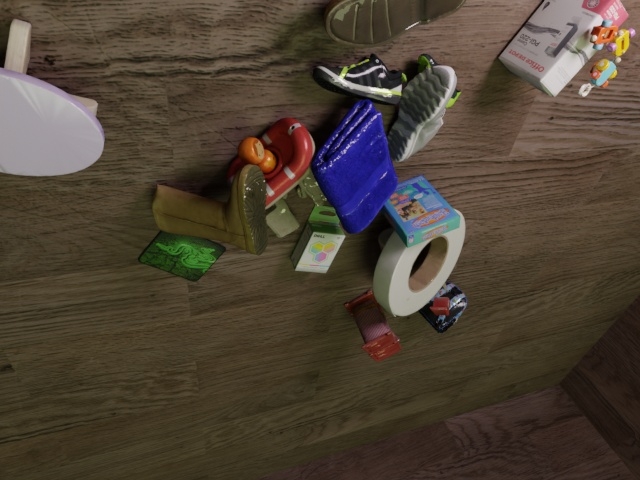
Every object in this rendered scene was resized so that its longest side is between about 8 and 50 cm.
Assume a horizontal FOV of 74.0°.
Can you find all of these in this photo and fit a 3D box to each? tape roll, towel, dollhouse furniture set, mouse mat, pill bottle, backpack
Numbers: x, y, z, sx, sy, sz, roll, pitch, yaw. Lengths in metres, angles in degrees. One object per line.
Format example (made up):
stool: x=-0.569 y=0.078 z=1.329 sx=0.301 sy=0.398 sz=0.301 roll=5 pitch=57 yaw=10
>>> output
tape roll: x=0.323 y=0.064 z=1.369 sx=0.392 sy=0.072 sz=0.391 roll=-27 pitch=134 yaw=-32
towel: x=0.103 y=-0.166 z=1.057 sx=0.227 sy=0.076 sz=0.308 roll=-56 pitch=148 yaw=-12
dollhouse furniture set: x=0.299 y=0.249 z=1.538 sx=0.375 sy=0.201 sz=0.152 roll=-31 pitch=136 yaw=5
mouse mat: x=-0.375 y=0.038 z=1.162 sx=0.152 sy=0.007 sz=0.190 roll=-45 pitch=134 yaw=18
pill bottle: x=0.246 y=0.038 z=1.398 sx=0.087 sy=0.087 sz=0.160 roll=-26 pitch=137 yaw=-1
backpack: x=0.487 y=0.259 z=1.680 sx=0.173 sy=0.158 sz=0.117 roll=-41 pitch=144 yaw=-2

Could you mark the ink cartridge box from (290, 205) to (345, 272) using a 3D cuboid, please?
ink cartridge box: x=0.000 y=0.000 z=1.263 sx=0.109 sy=0.062 sz=0.209 roll=7 pitch=126 yaw=-29

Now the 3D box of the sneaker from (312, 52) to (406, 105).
sneaker: x=0.091 y=-0.376 z=0.964 sx=0.235 sy=0.084 sz=0.097 roll=5 pitch=104 yaw=-30

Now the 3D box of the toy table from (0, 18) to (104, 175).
toy table: x=-0.526 y=-0.227 z=0.732 sx=0.275 sy=0.160 sz=0.252 roll=19 pitch=121 yaw=-36

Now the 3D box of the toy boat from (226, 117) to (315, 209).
toy boat: x=-0.128 y=-0.183 z=0.954 sx=0.231 sy=0.150 sz=0.151 roll=-39 pitch=155 yaw=11

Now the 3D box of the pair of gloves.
pair of gloves: x=-0.080 y=-0.131 z=1.120 sx=0.240 sy=0.042 sz=0.204 roll=-38 pitch=132 yaw=9

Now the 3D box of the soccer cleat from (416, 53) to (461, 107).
soccer cleat: x=0.291 y=-0.400 z=1.040 sx=0.072 sy=0.060 sz=0.179 roll=-50 pitch=137 yaw=3

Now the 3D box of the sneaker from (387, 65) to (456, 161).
sneaker: x=0.258 y=-0.319 z=1.055 sx=0.116 sy=0.105 sz=0.281 roll=-24 pitch=162 yaw=-26

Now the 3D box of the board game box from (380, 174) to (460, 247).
board game box: x=0.268 y=-0.088 z=1.202 sx=0.160 sy=0.210 sz=0.047 roll=-20 pitch=136 yaw=-6

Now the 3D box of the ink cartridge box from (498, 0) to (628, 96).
ink cartridge box: x=0.568 y=-0.482 z=1.014 sx=0.092 sy=0.158 sz=0.217 roll=14 pitch=123 yaw=-39

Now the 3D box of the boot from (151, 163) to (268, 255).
boot: x=-0.257 y=-0.082 z=0.948 sx=0.270 sy=0.089 sz=0.235 roll=15 pitch=128 yaw=16

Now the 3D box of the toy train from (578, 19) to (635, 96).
toy train: x=0.628 y=-0.419 z=0.958 sx=0.125 sy=0.046 sz=0.166 roll=-20 pitch=137 yaw=-11

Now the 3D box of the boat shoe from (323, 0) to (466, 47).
boat shoe: x=0.139 y=-0.478 z=0.859 sx=0.308 sy=0.104 sz=0.110 roll=-18 pitch=144 yaw=-12
